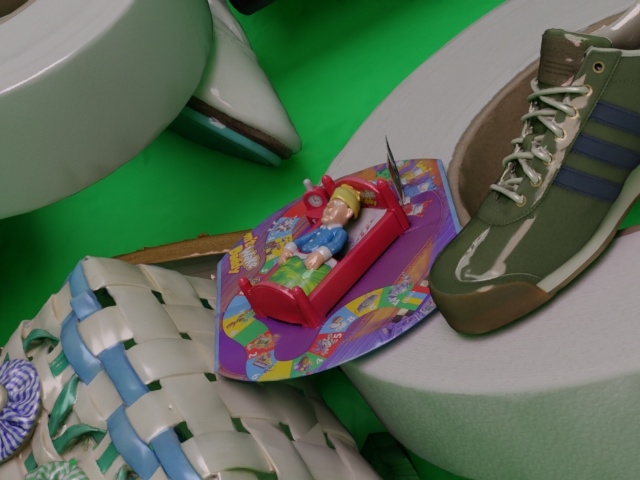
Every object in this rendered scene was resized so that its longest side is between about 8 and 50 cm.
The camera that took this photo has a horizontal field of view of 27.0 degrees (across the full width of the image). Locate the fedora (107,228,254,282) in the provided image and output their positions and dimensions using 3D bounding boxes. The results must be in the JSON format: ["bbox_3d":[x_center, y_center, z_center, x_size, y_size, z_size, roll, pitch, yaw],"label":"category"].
[{"bbox_3d":[-0.058,0.037,0.848,0.194,0.194,0.079,-10,87,17],"label":"fedora"}]

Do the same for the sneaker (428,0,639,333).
[{"bbox_3d":[0.109,-0.052,0.574,0.192,0.086,0.064,-39,27,-9],"label":"sneaker"}]

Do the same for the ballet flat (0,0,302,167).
[{"bbox_3d":[-0.156,-0.167,1.046,0.400,0.139,0.139,20,62,39],"label":"ballet flat"}]

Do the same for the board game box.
[{"bbox_3d":[0.000,0.000,0.658,0.133,0.033,0.168,-23,28,11],"label":"board game box"}]

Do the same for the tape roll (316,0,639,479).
[{"bbox_3d":[0.167,-0.043,0.667,0.392,0.072,0.392,-27,28,16],"label":"tape roll"}]

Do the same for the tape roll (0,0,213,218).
[{"bbox_3d":[-0.222,-0.147,0.903,0.286,0.100,0.286,-9,49,10],"label":"tape roll"}]

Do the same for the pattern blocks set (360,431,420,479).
[{"bbox_3d":[0.154,0.052,0.706,0.325,0.026,0.285,-37,15,14],"label":"pattern blocks set"}]

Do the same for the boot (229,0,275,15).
[{"bbox_3d":[0.072,-0.379,1.098,0.445,0.146,0.367,-31,30,0],"label":"boot"}]

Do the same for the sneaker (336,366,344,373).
[{"bbox_3d":[0.070,0.020,0.826,0.161,0.057,0.075,-33,25,22],"label":"sneaker"}]

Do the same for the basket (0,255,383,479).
[{"bbox_3d":[-0.117,0.168,0.717,0.255,0.201,0.289,51,120,43],"label":"basket"}]
